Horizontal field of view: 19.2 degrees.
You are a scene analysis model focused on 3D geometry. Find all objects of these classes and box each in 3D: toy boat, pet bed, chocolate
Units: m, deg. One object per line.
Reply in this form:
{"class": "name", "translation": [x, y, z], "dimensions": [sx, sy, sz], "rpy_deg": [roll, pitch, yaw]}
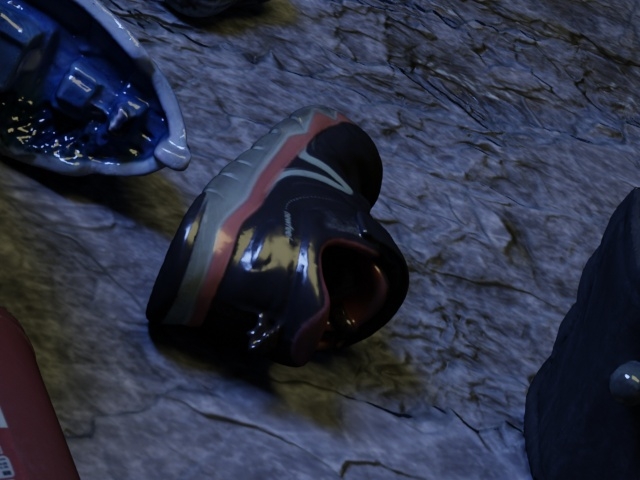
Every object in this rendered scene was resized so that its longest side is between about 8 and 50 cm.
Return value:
{"class": "toy boat", "translation": [-0.219, -0.129, 1.260], "dimensions": [0.309, 0.129, 0.142], "rpy_deg": [30, 16, 0]}
{"class": "pet bed", "translation": [0.225, 0.094, 1.220], "dimensions": [0.159, 0.211, 0.183], "rpy_deg": [-1, 39, -30]}
{"class": "chocolate", "translation": [-0.081, -0.234, 1.638], "dimensions": [0.072, 0.072, 0.167], "rpy_deg": [38, 28, 17]}

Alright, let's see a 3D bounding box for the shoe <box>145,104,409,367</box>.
{"class": "shoe", "translation": [0.000, 0.000, 1.262], "dimensions": [0.137, 0.114, 0.291], "rpy_deg": [29, 29, 10]}

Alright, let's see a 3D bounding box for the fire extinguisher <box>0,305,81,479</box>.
{"class": "fire extinguisher", "translation": [-0.156, 0.160, 0.838], "dimensions": [0.147, 0.106, 0.337], "rpy_deg": [23, 24, -37]}
